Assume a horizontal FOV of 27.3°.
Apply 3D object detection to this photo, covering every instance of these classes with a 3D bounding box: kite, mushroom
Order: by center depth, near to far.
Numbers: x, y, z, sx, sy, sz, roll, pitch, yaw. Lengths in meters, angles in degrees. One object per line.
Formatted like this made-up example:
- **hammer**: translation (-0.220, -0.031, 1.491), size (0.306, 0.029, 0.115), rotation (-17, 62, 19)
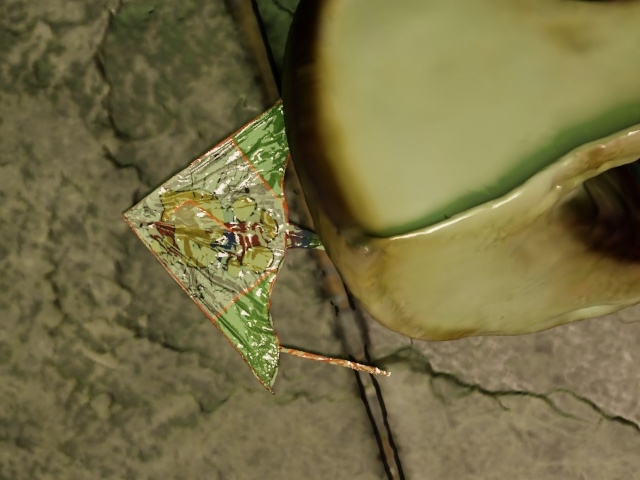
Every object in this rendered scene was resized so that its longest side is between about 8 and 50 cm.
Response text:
- **mushroom**: translation (0.128, -0.085, 0.742), size (0.292, 0.212, 0.217), rotation (-26, 55, 5)
- **kite**: translation (0.000, 0.000, 0.804), size (0.244, 0.006, 0.198), rotation (10, 95, 0)
